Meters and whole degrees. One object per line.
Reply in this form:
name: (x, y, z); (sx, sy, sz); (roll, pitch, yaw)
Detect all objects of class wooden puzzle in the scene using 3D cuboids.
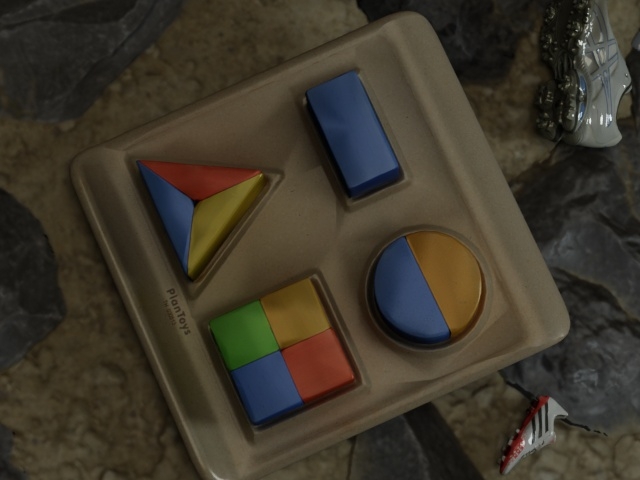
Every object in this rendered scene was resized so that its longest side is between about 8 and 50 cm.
wooden puzzle: (0.000, 0.000, 1.470); (0.347, 0.080, 0.322); (-24, 81, -6)

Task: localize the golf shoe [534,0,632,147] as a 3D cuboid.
golf shoe: (0.250, -0.167, 1.601); (0.086, 0.069, 0.176); (16, 75, -27)

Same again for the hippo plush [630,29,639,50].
hippo plush: (0.430, -0.320, 1.510); (0.294, 0.236, 0.234); (-5, 78, -14)

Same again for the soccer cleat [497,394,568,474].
soccer cleat: (0.185, 0.173, 1.509); (0.035, 0.029, 0.083); (33, 68, 4)
